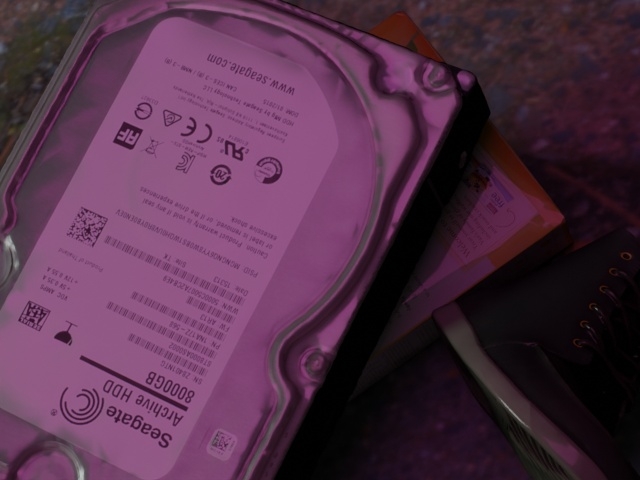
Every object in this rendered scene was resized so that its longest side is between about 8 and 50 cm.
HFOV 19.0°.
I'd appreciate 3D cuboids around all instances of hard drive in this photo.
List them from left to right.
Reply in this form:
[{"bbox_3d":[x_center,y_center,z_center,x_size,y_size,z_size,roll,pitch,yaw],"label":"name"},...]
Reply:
[{"bbox_3d":[-0.083,0.022,1.064,0.237,0.064,0.339,24,80,21],"label":"hard drive"}]

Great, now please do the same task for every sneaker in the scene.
[{"bbox_3d":[0.137,0.057,0.965,0.118,0.083,0.222,-30,23,-1],"label":"sneaker"}]

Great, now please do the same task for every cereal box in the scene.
[{"bbox_3d":[0.000,0.000,1.110,0.240,0.047,0.173,-35,67,1],"label":"cereal box"}]
